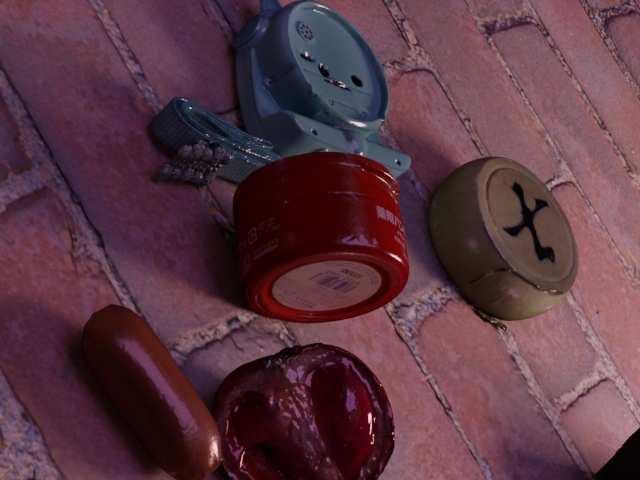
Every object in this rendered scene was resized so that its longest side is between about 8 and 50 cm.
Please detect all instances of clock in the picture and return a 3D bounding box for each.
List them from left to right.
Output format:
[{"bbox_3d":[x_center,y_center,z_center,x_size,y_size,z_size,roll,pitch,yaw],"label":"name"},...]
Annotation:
[{"bbox_3d":[-0.005,-0.199,1.937,0.223,0.094,0.274,15,53,-45],"label":"clock"}]

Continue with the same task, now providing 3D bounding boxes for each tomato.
[{"bbox_3d":[-0.024,0.196,1.615,0.189,0.099,0.173,-19,93,-14],"label":"tomato"}]

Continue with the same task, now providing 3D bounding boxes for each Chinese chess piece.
[{"bbox_3d":[0.250,0.000,2.086,0.238,0.092,0.238,30,44,-34],"label":"Chinese chess piece"}]

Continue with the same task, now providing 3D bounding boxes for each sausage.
[{"bbox_3d":[-0.163,0.149,1.501,0.194,0.077,0.077,56,35,-2],"label":"sausage"}]

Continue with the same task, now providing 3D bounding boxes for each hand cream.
[{"bbox_3d":[0.000,0.000,1.706,0.193,0.193,0.125,18,54,-41],"label":"hand cream"}]

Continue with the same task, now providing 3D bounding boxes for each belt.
[{"bbox_3d":[-0.109,-0.094,1.763,0.179,0.065,0.100,22,38,-37],"label":"belt"}]

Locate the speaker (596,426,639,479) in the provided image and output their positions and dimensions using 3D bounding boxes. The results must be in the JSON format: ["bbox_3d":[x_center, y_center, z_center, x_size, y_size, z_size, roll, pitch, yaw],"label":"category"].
[{"bbox_3d":[0.519,0.362,1.971,0.254,0.184,0.232,2,58,-18],"label":"speaker"}]
